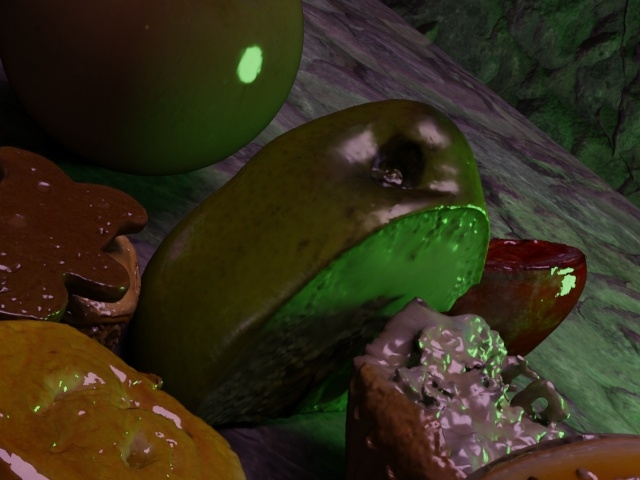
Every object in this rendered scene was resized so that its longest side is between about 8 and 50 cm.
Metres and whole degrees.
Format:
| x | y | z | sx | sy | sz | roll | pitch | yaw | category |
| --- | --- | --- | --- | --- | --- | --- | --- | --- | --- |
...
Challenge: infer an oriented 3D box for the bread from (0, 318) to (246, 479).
| x | y | z | sx | sy | sz | roll | pitch | yaw | category |
| --- | --- | --- | --- | --- | --- | --- | --- | --- | --- |
| -0.140 | 0.138 | 0.549 | 0.236 | 0.120 | 0.198 | 35 | 12 | 1 | bread |

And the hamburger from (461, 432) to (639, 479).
| x | y | z | sx | sy | sz | roll | pitch | yaw | category |
| --- | --- | --- | --- | --- | --- | --- | --- | --- | --- |
| 0.158 | 0.244 | 0.533 | 0.300 | 0.300 | 0.176 | 37 | 5 | 12 | hamburger |

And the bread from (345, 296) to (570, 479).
| x | y | z | sx | sy | sz | roll | pitch | yaw | category |
| --- | --- | --- | --- | --- | --- | --- | --- | --- | --- |
| 0.115 | 0.179 | 0.773 | 0.274 | 0.149 | 0.274 | 35 | 22 | -16 | bread |

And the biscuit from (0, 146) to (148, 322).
| x | y | z | sx | sy | sz | roll | pitch | yaw | category |
| --- | --- | --- | --- | --- | --- | --- | --- | --- | --- |
| -0.192 | 0.003 | 0.688 | 0.138 | 0.031 | 0.205 | 24 | 24 | -12 | biscuit |

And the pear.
| x | y | z | sx | sy | sz | roll | pitch | yaw | category |
| --- | --- | --- | --- | --- | --- | --- | --- | --- | --- |
| 0.000 | 0.000 | 0.846 | 0.286 | 0.282 | 0.176 | 4 | 40 | -52 | pear |

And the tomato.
| x | y | z | sx | sy | sz | roll | pitch | yaw | category |
| --- | --- | --- | --- | --- | --- | --- | --- | --- | --- |
| 0.180 | 0.068 | 1.162 | 0.232 | 0.140 | 0.200 | 1 | 8 | 13 | tomato |

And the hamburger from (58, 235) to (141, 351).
| x | y | z | sx | sy | sz | roll | pitch | yaw | category |
| --- | --- | --- | --- | --- | --- | --- | --- | --- | --- |
| -0.206 | 0.025 | 0.767 | 0.138 | 0.083 | 0.147 | 28 | 22 | -24 | hamburger |

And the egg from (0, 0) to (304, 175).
| x | y | z | sx | sy | sz | roll | pitch | yaw | category |
| --- | --- | --- | --- | --- | --- | --- | --- | --- | --- |
| -0.165 | -0.220 | 1.065 | 0.301 | 0.301 | 0.374 | 33 | 20 | 1 | egg |
